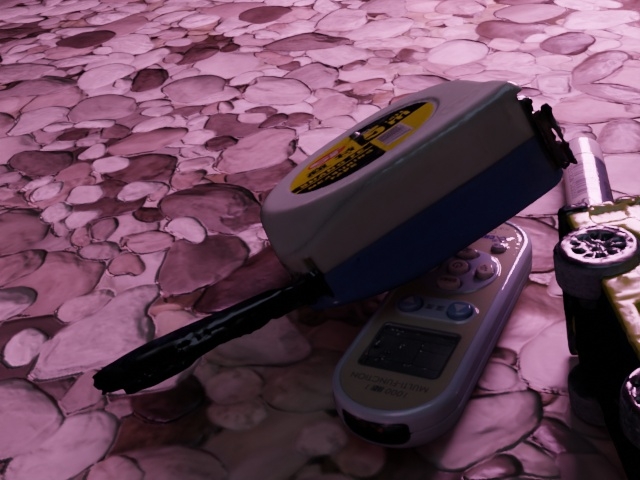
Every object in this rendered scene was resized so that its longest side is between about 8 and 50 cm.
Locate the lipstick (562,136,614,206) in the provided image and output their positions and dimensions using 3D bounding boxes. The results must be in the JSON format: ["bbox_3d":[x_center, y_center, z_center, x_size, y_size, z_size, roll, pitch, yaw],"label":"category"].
[{"bbox_3d":[0.239,-0.045,0.679,0.040,0.040,0.141,1,34,12],"label":"lipstick"}]

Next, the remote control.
[{"bbox_3d":[0.088,0.057,0.546,0.087,0.047,0.244,10,36,28],"label":"remote control"}]

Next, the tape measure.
[{"bbox_3d":[0.000,0.000,0.584,0.351,0.098,0.215,-31,16,0],"label":"tape measure"}]

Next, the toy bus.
[{"bbox_3d":[0.217,0.082,0.391,0.150,0.128,0.262,-10,30,8],"label":"toy bus"}]
